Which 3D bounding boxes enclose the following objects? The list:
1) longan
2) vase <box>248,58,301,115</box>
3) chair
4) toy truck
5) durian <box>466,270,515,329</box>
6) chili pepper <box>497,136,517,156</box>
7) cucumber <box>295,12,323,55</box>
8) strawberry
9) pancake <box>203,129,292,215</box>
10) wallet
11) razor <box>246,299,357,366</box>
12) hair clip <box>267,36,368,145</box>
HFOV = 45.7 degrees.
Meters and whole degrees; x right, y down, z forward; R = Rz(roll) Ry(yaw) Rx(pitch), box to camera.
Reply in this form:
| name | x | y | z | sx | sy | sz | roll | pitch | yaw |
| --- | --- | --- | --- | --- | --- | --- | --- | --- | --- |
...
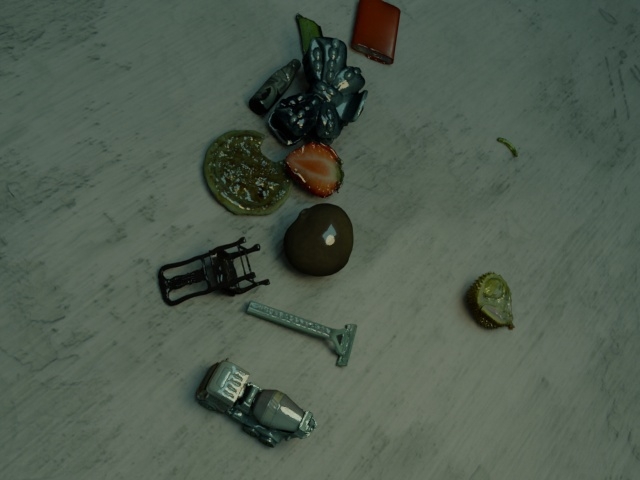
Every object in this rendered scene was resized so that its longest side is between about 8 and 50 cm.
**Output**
| name | x | y | z | sx | sy | sz | roll | pitch | yaw |
| --- | --- | --- | --- | --- | --- | --- | --- | --- | --- |
| longan | 0.000 | 0.000 | 1.878 | 0.189 | 0.189 | 0.189 | 9 | 65 | -20 |
| vase | -0.116 | -0.426 | 2.071 | 0.060 | 0.060 | 0.211 | 39 | 59 | -4 |
| chair | -0.252 | 0.082 | 1.790 | 0.229 | 0.113 | 0.106 | -19 | 73 | 10 |
| toy truck | -0.138 | 0.360 | 1.676 | 0.256 | 0.140 | 0.108 | 33 | 60 | -7 |
| durian | 0.465 | 0.171 | 2.051 | 0.208 | 0.102 | 0.146 | 45 | 58 | -27 |
| chili pepper | 0.578 | -0.289 | 2.336 | 0.083 | 0.017 | 0.030 | 40 | 60 | 0 |
| cucumber | -0.016 | -0.568 | 2.177 | 0.046 | 0.070 | 0.220 | 10 | 63 | -52 |
| strawberry | -0.023 | -0.180 | 1.983 | 0.187 | 0.082 | 0.146 | 13 | 65 | -33 |
| pancake | -0.185 | -0.175 | 1.947 | 0.253 | 0.037 | 0.254 | 11 | 62 | -21 |
| wallet | 0.169 | -0.640 | 2.295 | 0.142 | 0.045 | 0.204 | 18 | 63 | -18 |
| razor | -0.045 | 0.206 | 1.831 | 0.278 | 0.056 | 0.111 | 23 | 63 | -13 |
| hair clip | 0.006 | -0.378 | 2.031 | 0.206 | 0.194 | 0.310 | 29 | 73 | -6 |
